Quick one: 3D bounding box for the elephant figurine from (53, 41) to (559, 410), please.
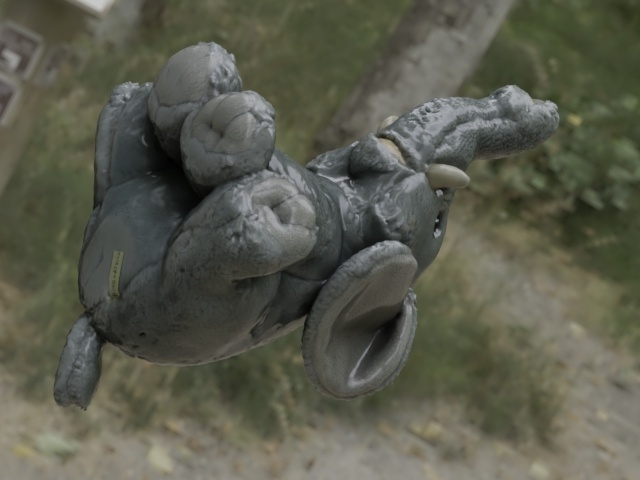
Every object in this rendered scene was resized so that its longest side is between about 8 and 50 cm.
[{"bbox_3d":[0.000,0.000,0.965,0.239,0.186,0.169,15,61,-45],"label":"elephant figurine"}]
